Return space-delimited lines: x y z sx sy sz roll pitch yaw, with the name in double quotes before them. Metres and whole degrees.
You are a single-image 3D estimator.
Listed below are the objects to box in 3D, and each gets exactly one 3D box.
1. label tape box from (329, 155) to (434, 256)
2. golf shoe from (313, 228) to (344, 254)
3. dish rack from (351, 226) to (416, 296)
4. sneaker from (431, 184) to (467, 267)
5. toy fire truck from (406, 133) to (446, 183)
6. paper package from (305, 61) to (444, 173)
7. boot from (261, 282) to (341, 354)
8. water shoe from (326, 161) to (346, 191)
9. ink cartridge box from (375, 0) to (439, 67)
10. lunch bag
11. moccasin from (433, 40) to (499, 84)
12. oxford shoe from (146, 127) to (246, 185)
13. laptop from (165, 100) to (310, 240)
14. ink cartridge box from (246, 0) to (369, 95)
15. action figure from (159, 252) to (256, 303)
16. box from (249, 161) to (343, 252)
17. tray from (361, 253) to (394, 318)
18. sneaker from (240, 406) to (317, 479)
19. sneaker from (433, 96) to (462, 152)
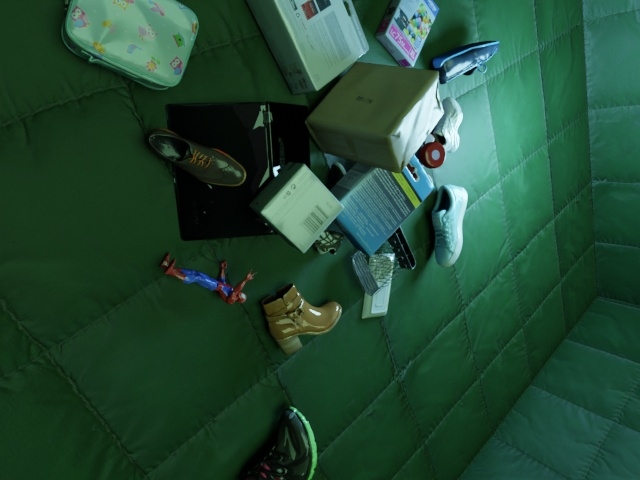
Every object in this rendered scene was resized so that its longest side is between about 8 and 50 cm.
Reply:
"label tape box" 0.198 -0.156 1.491 0.347 0.115 0.249 -47 122 -8
"golf shoe" 0.000 0.000 1.501 0.198 0.077 0.093 14 91 -38
"dish rack" 0.241 0.079 1.673 0.272 0.074 0.208 -37 106 -35
"sneaker" 0.533 -0.069 1.882 0.150 0.135 0.365 11 84 -32
"toy fire truck" 0.305 -0.301 1.624 0.254 0.169 0.301 24 87 -25
"paper package" 0.179 -0.406 1.381 0.309 0.325 0.168 -54 143 -17
"boot" -0.065 0.235 1.498 0.284 0.109 0.220 -30 113 -22
"water shoe" 0.049 -0.171 1.505 0.080 0.073 0.202 -16 109 -32
"ink cartridge box" 0.335 -0.830 1.595 0.186 0.065 0.310 30 79 -39
"lunch bag" -0.452 -0.497 1.018 0.279 0.108 0.223 18 92 -38
"moccasin" 0.602 -0.745 1.796 0.342 0.138 0.116 -25 119 -16
"oxford shoe" -0.325 -0.209 1.135 0.272 0.098 0.096 20 98 -19
"laptop" -0.218 -0.220 1.321 0.408 0.237 0.381 -30 121 -62
"ink cartridge box" -0.027 -0.652 1.303 0.272 0.130 0.309 -44 123 -24
"action figure" -0.310 0.094 1.267 0.280 0.092 0.139 38 85 -37
"box" -0.068 -0.095 1.214 0.181 0.119 0.182 -49 117 -8
"tray" 0.245 0.189 1.764 0.145 0.030 0.269 1 99 -37
"sneaker" -0.161 0.823 1.486 0.202 0.185 0.481 20 86 -43
"sneaker" 0.524 -0.480 1.802 0.116 0.090 0.231 -15 108 -32
